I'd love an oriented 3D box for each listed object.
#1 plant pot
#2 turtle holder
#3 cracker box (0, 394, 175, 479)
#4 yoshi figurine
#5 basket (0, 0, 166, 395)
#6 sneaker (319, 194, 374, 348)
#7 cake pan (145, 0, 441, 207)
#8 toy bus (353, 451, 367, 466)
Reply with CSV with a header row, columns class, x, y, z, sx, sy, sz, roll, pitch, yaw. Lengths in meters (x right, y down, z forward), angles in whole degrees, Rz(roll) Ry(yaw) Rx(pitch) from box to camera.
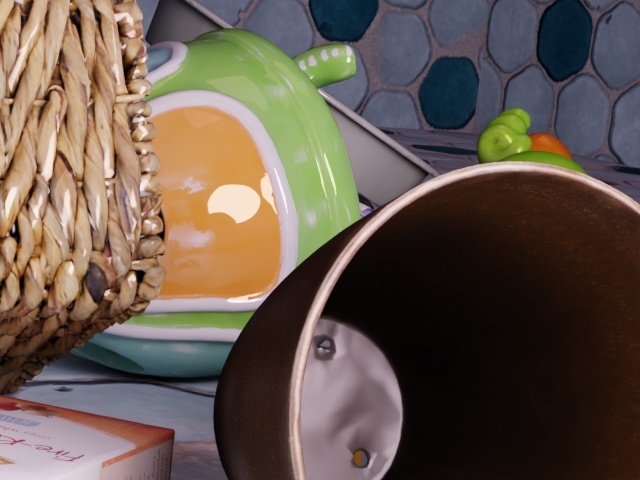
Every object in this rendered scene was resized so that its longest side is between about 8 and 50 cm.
class,x,y,z,sx,sy,sz,roll,pitch,yaw
plant pot,0.039,0.082,0.884,0.215,0.215,0.230,3,-5,-24
turtle holder,-0.117,-0.026,1.326,0.227,0.243,0.320,-17,28,-28
cracker box,-0.183,0.117,0.825,0.156,0.067,0.232,9,8,20
yoshi figurine,0.192,-0.010,1.663,0.204,0.203,0.362,16,13,16
basket,-0.244,-0.033,0.979,0.223,0.213,0.299,3,-19,-31
sneaker,-0.001,0.000,1.597,0.182,0.127,0.315,3,12,-41
cake pan,-0.031,-0.119,1.599,0.293,0.054,0.293,35,3,-2
toy bus,0.154,0.092,1.170,0.130,0.108,0.333,11,9,36
